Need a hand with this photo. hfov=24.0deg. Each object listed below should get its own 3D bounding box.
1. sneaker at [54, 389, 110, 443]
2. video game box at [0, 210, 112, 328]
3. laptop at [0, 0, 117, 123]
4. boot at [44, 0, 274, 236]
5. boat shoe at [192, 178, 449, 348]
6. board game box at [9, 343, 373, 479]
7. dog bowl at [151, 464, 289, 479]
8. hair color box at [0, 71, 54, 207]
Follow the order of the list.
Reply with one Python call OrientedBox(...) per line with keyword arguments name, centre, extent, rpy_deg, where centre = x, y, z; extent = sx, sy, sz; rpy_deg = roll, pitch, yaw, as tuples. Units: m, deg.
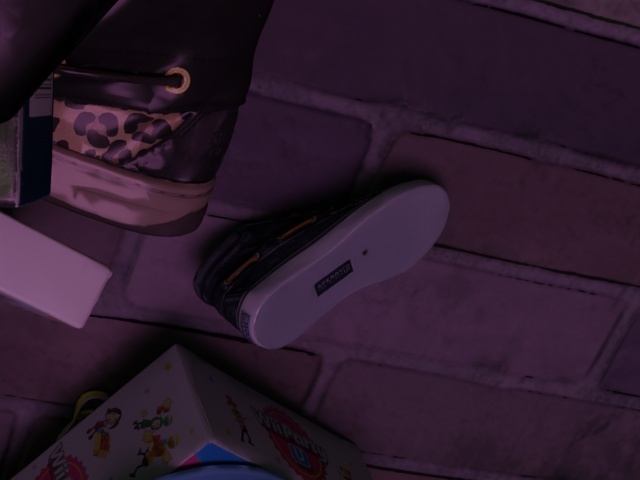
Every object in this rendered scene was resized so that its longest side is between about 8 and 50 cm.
OrientedBox(name="sneaker", centre=(-0.179, 0.151, 1.121), extent=(0.031, 0.035, 0.083), rpy_deg=(12, 119, -18))
OrientedBox(name="video game box", centre=(-0.251, -0.017, 0.901), extent=(0.205, 0.187, 0.048), rpy_deg=(29, 78, -29))
OrientedBox(name="laptop", centre=(-0.158, -0.344, 0.625), extent=(0.236, 0.408, 0.382), rpy_deg=(-27, 129, 32))
OrientedBox(name="boot", centre=(-0.178, -0.190, 0.831), extent=(0.377, 0.138, 0.284), rpy_deg=(25, 109, -15))
OrientedBox(name="boat shoe", centre=(0.000, 0.000, 1.049), extent=(0.183, 0.083, 0.065), rpy_deg=(-32, 130, -24))
OrientedBox(name="board game box", centre=(-0.132, 0.238, 1.133), extent=(0.303, 0.097, 0.224), rpy_deg=(-41, 135, 15))
OrientedBox(name="dog bowl", centre=(-0.100, 0.283, 1.068), extent=(0.166, 0.074, 0.297), rpy_deg=(3, 130, -25))
OrientedBox(name="hair color box", centre=(-0.304, -0.109, 0.711), extent=(0.347, 0.105, 0.174), rpy_deg=(3, 95, -2))
